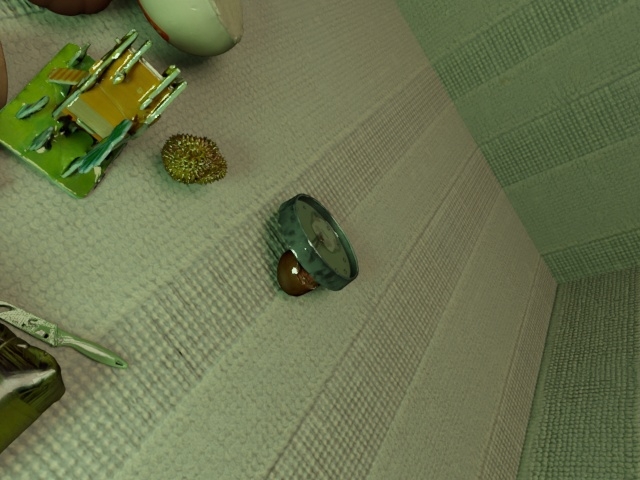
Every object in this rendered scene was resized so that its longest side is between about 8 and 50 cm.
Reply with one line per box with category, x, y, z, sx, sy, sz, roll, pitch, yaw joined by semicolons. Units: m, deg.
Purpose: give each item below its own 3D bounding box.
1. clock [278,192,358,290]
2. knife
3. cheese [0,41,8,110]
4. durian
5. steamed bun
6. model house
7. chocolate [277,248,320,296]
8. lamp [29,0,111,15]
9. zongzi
clock;0.000;0.001;1.453;0.319;0.066;0.319;45;24;-26
knife;-0.517;0.197;0.961;0.293;0.019;0.043;38;51;-27
cheese;-0.710;-0.316;0.930;0.128;0.202;0.177;-46;138;-50
durian;-0.328;-0.206;1.223;0.158;0.167;0.137;67;38;-64
steamed bun;-0.373;-0.685;1.304;0.374;0.241;0.375;-11;90;-81
model house;-0.460;-0.302;1.011;0.242;0.312;0.358;44;47;-30
chocolate;-0.067;0.087;1.383;0.127;0.124;0.133;-25;94;-13
lamp;-0.587;-0.673;1.087;0.303;0.257;0.304;-26;134;-31
zongzi;-0.622;0.239;0.776;0.300;0.145;0.274;41;52;-1
